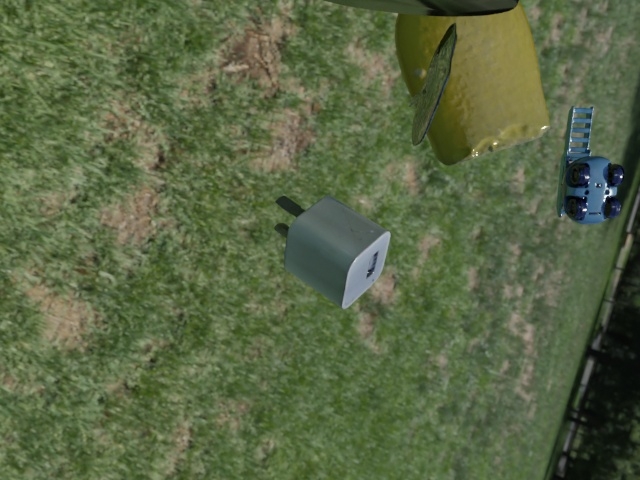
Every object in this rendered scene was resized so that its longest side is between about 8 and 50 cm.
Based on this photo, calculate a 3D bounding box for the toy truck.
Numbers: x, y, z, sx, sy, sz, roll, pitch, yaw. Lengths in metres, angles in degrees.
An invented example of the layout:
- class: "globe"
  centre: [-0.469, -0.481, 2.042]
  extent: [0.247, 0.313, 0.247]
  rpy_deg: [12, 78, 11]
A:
- class: "toy truck"
  centre: [0.316, -0.088, 0.872]
  extent: [0.074, 0.063, 0.136]
  rpy_deg: [-127, -141, -73]

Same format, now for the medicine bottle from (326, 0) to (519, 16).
- class: "medicine bottle"
  centre: [0.087, -0.415, 0.664]
  extent: [0.242, 0.242, 0.395]
  rpy_deg: [-15, 108, -62]

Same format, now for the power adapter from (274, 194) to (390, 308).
- class: "power adapter"
  centre: [0.000, 0.000, 1.277]
  extent: [0.125, 0.205, 0.130]
  rpy_deg: [-39, 152, -35]

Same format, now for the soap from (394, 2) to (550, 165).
- class: "soap"
  centre: [0.340, -0.404, 1.694]
  extent: [0.115, 0.306, 0.428]
  rpy_deg: [-22, 97, -80]

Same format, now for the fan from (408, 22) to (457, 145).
- class: "fan"
  centre: [0.203, -0.284, 1.382]
  extent: [0.335, 0.011, 0.230]
  rpy_deg: [-146, -107, -85]
